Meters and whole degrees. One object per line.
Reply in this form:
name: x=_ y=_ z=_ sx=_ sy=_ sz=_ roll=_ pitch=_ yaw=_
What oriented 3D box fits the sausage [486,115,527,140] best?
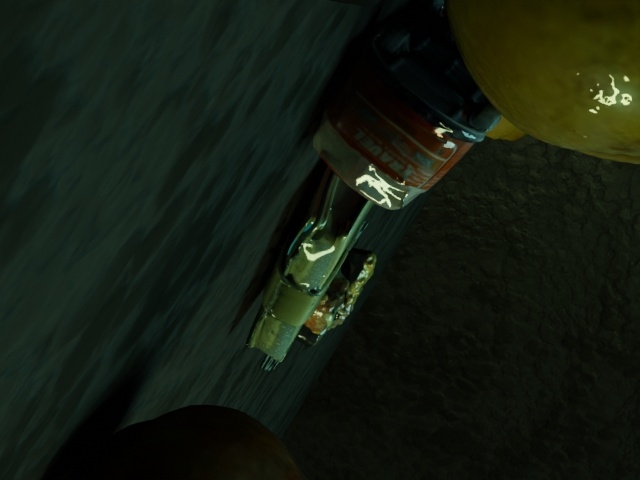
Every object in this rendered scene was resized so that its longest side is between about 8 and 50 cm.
sausage: x=0.170 y=-0.210 z=0.819 sx=0.328 sy=0.112 sz=0.112 roll=-61 pitch=174 yaw=30

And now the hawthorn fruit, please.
hawthorn fruit: x=-0.045 y=0.154 z=0.609 sx=0.149 sy=0.189 sz=0.149 roll=-42 pitch=-150 yaw=31

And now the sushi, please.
sushi: x=0.012 y=0.063 z=1.352 sx=0.192 sy=0.040 sz=0.210 roll=-57 pitch=175 yaw=-2

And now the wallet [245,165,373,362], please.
wallet: x=0.000 y=0.000 z=0.834 sx=0.110 sy=0.039 sz=0.155 roll=-58 pitch=177 yaw=-39

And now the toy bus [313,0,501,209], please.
toy bus: x=0.053 y=-0.073 z=0.698 sx=0.077 sy=0.079 sz=0.174 roll=-49 pitch=179 yaw=27

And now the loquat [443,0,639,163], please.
loquat: x=0.155 y=-0.123 z=0.604 sx=0.213 sy=0.213 sz=0.213 roll=-57 pitch=175 yaw=-7

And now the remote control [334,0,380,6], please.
remote control: x=0.008 y=-0.102 z=0.350 sx=0.063 sy=0.025 sz=0.245 roll=-62 pitch=175 yaw=6
